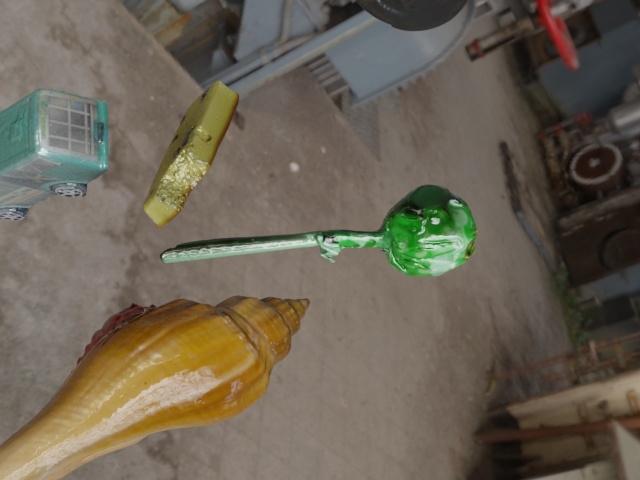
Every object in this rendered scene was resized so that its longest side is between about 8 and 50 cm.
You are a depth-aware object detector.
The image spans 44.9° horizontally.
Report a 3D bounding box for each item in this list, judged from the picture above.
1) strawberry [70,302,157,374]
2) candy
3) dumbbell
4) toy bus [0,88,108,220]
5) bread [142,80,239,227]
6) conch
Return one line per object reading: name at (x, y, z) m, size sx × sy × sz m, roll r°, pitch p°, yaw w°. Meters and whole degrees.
strawberry at (-0.254, 0.151, 0.935) m, size 0.208 × 0.167 × 0.087 m, roll -44°, pitch 101°, yaw -18°
candy at (0.000, 0.002, 0.791) m, size 0.097 × 0.323 × 0.097 m, roll 175°, pitch -90°, yaw -84°
dumbbell at (0.148, -0.460, 1.137) m, size 0.185 × 0.185 × 0.388 m, roll 50°, pitch 38°, yaw -32°
toy bus at (-0.321, -0.083, 0.822) m, size 0.109 × 0.261 × 0.091 m, roll 10°, pitch 70°, yaw -48°
bread at (-0.179, -0.124, 1.077) m, size 0.049 × 0.088 × 0.226 m, roll 38°, pitch 43°, yaw -25°
conch at (-0.138, 0.103, 0.524) m, size 0.330 × 0.109 × 0.093 m, roll -19°, pitch 91°, yaw -31°
